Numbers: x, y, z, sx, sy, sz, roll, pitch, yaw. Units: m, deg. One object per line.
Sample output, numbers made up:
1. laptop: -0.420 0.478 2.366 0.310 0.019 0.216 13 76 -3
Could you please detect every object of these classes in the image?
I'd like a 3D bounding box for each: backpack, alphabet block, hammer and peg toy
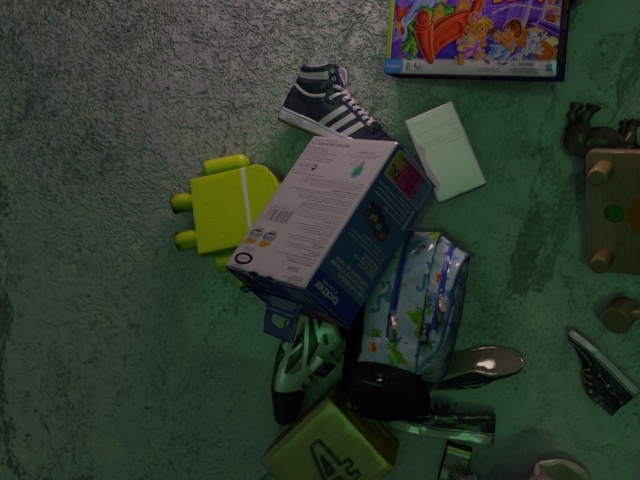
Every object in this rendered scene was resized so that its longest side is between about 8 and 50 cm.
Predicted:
1. backpack: 0.167 0.150 1.821 0.274 0.290 0.355 -6 66 9
2. alphabet block: 0.024 0.433 1.898 0.197 0.192 0.193 -44 88 8
3. hammer and peg toy: 0.643 0.001 1.763 0.266 0.127 0.361 5 116 31

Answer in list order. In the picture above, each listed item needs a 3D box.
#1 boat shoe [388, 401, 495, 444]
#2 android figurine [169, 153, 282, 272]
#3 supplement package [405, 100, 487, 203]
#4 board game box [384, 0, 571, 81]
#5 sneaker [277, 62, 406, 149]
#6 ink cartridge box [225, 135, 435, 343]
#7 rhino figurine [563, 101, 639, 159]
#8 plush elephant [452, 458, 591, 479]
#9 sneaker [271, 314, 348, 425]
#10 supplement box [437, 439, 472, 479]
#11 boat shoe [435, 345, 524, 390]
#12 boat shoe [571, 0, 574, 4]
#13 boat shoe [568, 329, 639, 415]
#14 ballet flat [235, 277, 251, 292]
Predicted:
1. boat shoe: 0.251 0.371 1.919 0.220 0.078 0.070 7 85 4
2. android figurine: -0.179 -0.062 1.949 0.273 0.056 0.248 -13 76 11
3. supplement package: 0.253 -0.175 1.872 0.105 0.105 0.179 -22 89 9
4. board game box: 0.306 -0.434 1.815 0.347 0.078 0.233 6 94 26
5. sneaker: 0.064 -0.268 1.902 0.282 0.099 0.153 22 98 10
6. ink cartridge box: 0.000 0.000 1.768 0.151 0.270 0.395 45 71 -33
7. rhino figurine: 0.596 -0.190 1.833 0.243 0.073 0.106 20 92 6
8. plush elephant: 0.432 0.568 1.815 0.256 0.330 0.271 10 109 -28
9. sneaker: -0.011 0.236 1.927 0.146 0.122 0.330 13 95 10
10. supplement box: 0.279 0.467 1.931 0.055 0.043 0.083 16 95 6
11. boat shoe: 0.317 0.270 1.919 0.206 0.075 0.065 -8 134 4
12. boat shoe: 0.495 -0.527 1.818 0.302 0.109 0.098 -39 86 15
13. boat shoe: 0.549 0.267 1.866 0.183 0.065 0.083 44 97 4
14. ballet flat: -0.081 0.034 1.957 0.231 0.077 0.077 -24 75 11
